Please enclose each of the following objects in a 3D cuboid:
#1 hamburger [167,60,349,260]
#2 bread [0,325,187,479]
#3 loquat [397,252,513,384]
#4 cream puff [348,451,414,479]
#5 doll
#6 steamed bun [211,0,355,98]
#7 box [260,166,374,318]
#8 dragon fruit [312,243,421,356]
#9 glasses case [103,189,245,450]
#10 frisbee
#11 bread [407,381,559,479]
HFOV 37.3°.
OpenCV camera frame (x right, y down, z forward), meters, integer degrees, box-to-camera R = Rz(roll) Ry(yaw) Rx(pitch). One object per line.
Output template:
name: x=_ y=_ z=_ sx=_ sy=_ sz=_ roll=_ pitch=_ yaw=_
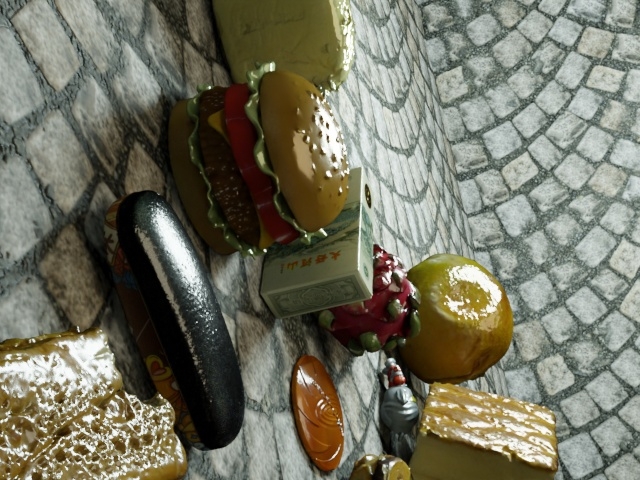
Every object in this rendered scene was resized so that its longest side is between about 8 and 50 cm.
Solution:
hamburger: x=-0.071 y=-0.118 z=1.361 sx=0.274 sy=0.212 sz=0.274 roll=-16 pitch=90 yaw=-71
bread: x=-0.244 y=0.163 z=0.805 sx=0.185 sy=0.109 sz=0.380 roll=69 pitch=15 yaw=9
loquat: x=0.284 y=0.180 z=2.113 sx=0.283 sy=0.276 sz=0.276 roll=53 pitch=12 yaw=19
cream puff: x=0.099 y=0.422 z=1.588 sx=0.119 sy=0.104 sz=0.133 roll=61 pitch=38 yaw=-22
doll: x=0.153 y=0.318 z=1.895 sx=0.094 sy=0.079 sz=0.180 roll=102 pitch=-16 yaw=-49
steamed bun: x=-0.049 y=-0.361 z=1.604 sx=0.166 sy=0.232 sz=0.272 roll=-25 pitch=100 yaw=-66
box: x=0.000 y=0.000 z=1.548 sx=0.256 sy=0.164 sz=0.069 roll=-85 pitch=155 yaw=-47
dragon fruit: x=0.086 y=0.100 z=1.698 sx=0.273 sy=0.219 sz=0.198 roll=-24 pitch=135 yaw=-76
glasses case: x=-0.167 y=0.095 z=1.114 sx=0.122 sy=0.082 sz=0.320 roll=-53 pitch=127 yaw=-66
frisbee: x=0.006 y=0.278 z=1.546 sx=0.192 sy=0.035 sz=0.192 roll=-17 pitch=90 yaw=-71
bread: x=0.308 y=0.431 z=1.853 sx=0.279 sy=0.279 sz=0.207 roll=-57 pitch=159 yaw=-73
